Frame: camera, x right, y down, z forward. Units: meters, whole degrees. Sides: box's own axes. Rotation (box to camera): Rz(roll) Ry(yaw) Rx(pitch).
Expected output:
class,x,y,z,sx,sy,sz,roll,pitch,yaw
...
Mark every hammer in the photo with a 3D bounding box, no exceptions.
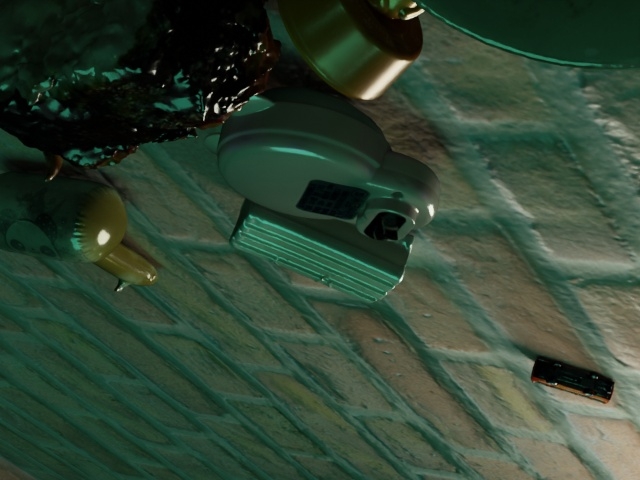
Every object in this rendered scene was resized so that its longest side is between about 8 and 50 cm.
class,x,y,z,sx,sy,sz,roll,pitch,yaw
hammer,-0.314,0.004,1.925,0.202,0.113,0.305,11,164,27

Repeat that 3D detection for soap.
class,x,y,z,sx,sy,sz,roll,pitch,yaw
soap,0.000,0.000,1.684,0.198,0.066,0.119,23,158,-8

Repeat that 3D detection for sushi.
class,x,y,z,sx,sy,sz,roll,pitch,yaw
sushi,-0.201,-0.163,1.325,0.343,0.196,0.182,-7,139,46

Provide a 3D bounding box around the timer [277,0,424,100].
class,x,y,z,sx,sy,sz,roll,pitch,yaw
timer,0.061,-0.207,1.150,0.152,0.132,0.132,-33,128,32

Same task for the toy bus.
class,x,y,z,sx,sy,sz,roll,pitch,yaw
toy bus,0.335,0.188,1.884,0.110,0.031,0.043,17,164,5

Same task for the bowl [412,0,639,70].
class,x,y,z,sx,sy,sz,roll,pitch,yaw
bowl,0.168,-0.250,0.898,0.289,0.146,0.289,17,155,8

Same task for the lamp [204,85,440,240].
class,x,y,z,sx,sy,sz,roll,pitch,yaw
lamp,0.008,-0.085,1.437,0.246,0.108,0.179,21,161,-7
